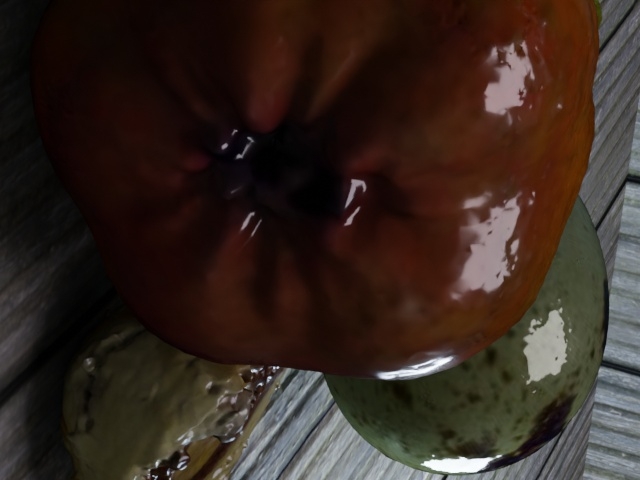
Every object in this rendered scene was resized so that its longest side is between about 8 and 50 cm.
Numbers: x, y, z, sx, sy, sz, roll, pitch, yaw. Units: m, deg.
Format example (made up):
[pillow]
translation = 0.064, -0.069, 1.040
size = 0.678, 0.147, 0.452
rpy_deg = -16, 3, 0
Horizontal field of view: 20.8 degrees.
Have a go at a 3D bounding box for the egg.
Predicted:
[egg]
translation = 0.170, 0.067, 2.062
size = 0.345, 0.345, 0.428
rpy_deg = 61, 37, -63

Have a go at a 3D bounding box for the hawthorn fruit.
[hawthorn fruit]
translation = 0.019, -0.118, 1.371
size = 0.472, 0.472, 0.471
rpy_deg = 14, 90, -71

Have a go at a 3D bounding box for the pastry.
[pastry]
translation = -0.135, 0.130, 1.534
size = 0.236, 0.170, 0.256
rpy_deg = -61, 172, 34

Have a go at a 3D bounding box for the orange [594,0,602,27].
[orange]
translation = 0.139, -0.251, 1.811
size = 0.223, 0.300, 0.301
rpy_deg = -132, -148, -67
